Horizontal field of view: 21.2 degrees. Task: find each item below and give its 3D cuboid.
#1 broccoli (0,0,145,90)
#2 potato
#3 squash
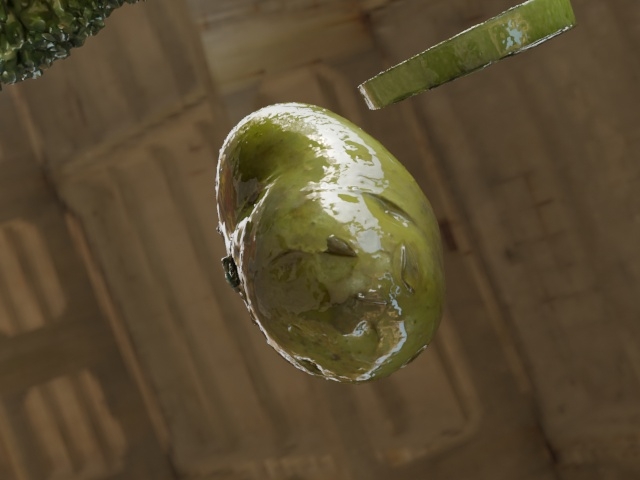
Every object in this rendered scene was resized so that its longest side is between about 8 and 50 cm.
[{"bbox_3d":[-0.299,-0.246,1.286,0.317,0.277,0.338,44,-12,-14],"label":"broccoli"},{"bbox_3d":[0.000,0.000,1.188,0.248,0.143,0.169,-122,-146,-50],"label":"potato"},{"bbox_3d":[0.137,-0.181,1.624,0.219,0.219,0.041,-14,-79,60],"label":"squash"}]
